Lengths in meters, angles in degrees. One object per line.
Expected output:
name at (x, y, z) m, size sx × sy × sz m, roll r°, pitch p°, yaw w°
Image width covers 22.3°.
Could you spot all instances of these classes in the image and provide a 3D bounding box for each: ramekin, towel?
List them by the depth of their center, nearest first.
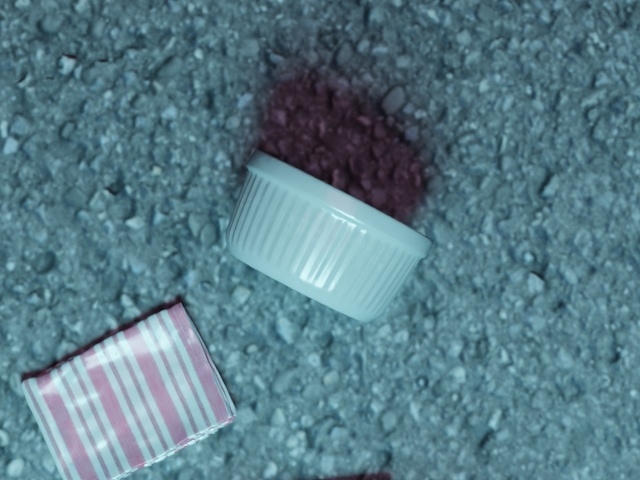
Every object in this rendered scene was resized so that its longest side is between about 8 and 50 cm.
ramekin at (0.000, 0.000, 1.664) m, size 0.207 × 0.207 × 0.109 m, roll 28°, pitch 91°, yaw 3°
towel at (-0.203, 0.170, 1.716) m, size 0.197 × 0.029 × 0.144 m, roll -27°, pitch 82°, yaw -5°
